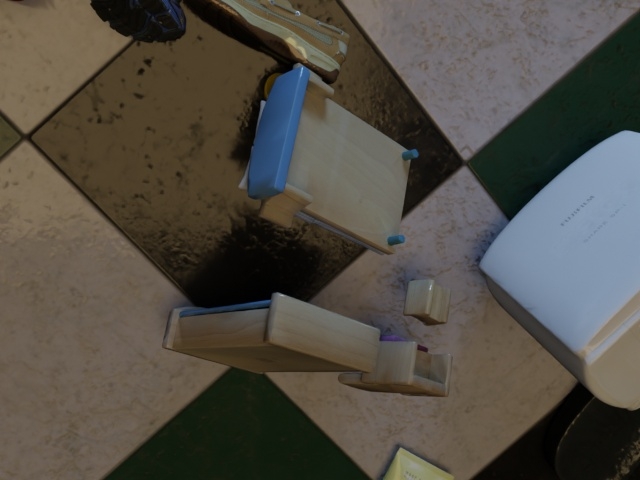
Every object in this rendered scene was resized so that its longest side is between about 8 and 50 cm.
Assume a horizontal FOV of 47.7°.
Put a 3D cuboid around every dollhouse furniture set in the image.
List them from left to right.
[{"bbox_3d":[0.000,0.000,0.832,0.286,0.198,0.303,24,68,-37],"label":"dollhouse furniture set"}]

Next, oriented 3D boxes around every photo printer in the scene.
[{"bbox_3d":[0.308,0.007,0.760,0.256,0.307,0.107,-44,107,6],"label":"photo printer"}]

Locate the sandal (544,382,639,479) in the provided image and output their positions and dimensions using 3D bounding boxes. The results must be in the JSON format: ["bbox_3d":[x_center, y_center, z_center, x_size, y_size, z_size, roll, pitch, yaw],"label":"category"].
[{"bbox_3d":[0.453,0.147,0.930,0.167,0.107,0.446,21,100,-15],"label":"sandal"}]

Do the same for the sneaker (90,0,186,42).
[{"bbox_3d":[-0.204,-0.290,0.705,0.221,0.083,0.087,51,48,-32],"label":"sneaker"}]

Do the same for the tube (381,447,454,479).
[{"bbox_3d":[0.076,0.390,0.954,0.240,0.062,0.070,-57,147,2],"label":"tube"}]

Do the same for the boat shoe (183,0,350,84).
[{"bbox_3d":[-0.054,-0.239,0.762,0.190,0.068,0.072,26,87,-26],"label":"boat shoe"}]
